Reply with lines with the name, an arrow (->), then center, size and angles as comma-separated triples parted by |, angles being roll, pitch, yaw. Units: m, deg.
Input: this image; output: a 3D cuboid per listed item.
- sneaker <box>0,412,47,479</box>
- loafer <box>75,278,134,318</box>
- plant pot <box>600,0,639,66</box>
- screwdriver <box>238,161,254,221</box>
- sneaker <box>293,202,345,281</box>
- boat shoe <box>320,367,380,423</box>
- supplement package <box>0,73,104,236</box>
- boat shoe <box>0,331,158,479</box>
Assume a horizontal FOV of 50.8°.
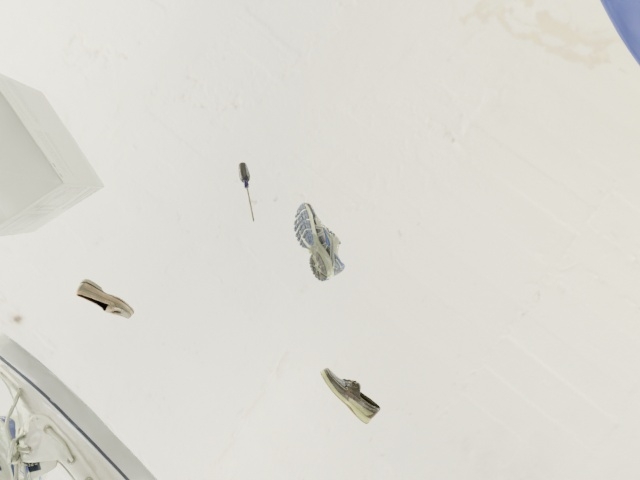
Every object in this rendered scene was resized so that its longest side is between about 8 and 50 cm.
sneaker -> -0.485, 0.425, 1.100 | 0.111, 0.131, 0.297 | -11, -78, 26
loafer -> -0.442, 0.128, 1.375 | 0.125, 0.045, 0.039 | 37, -137, -18
plant pot -> 0.259, -0.211, 0.348 | 0.212, 0.236, 0.236 | 35, -120, 3
screwdriver -> -0.162, -0.105, 1.480 | 0.025, 0.024, 0.170 | -29, -127, 26
sneaker -> 0.000, 0.000, 1.113 | 0.058, 0.052, 0.135 | -13, -102, -36
boat shoe -> 0.060, 0.301, 1.344 | 0.049, 0.056, 0.152 | -41, -69, 3
supplement package -> -0.467, -0.124, 1.020 | 0.149, 0.203, 0.194 | -33, -86, 0
boat shoe -> -0.417, 0.315, 1.034 | 0.367, 0.136, 0.156 | 48, -115, -5
